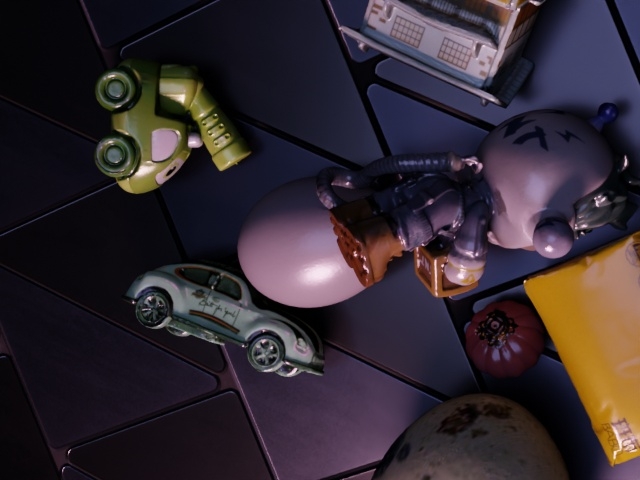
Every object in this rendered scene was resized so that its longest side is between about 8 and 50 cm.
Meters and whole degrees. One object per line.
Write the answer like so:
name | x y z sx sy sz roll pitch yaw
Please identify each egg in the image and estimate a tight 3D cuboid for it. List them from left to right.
egg | 0.000 0.000 1.744 0.232 0.176 0.176 -13 94 29
egg | 0.185 0.385 1.679 0.288 0.287 0.379 5 94 20

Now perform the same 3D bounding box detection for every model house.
model house | 0.169 -0.304 1.625 0.224 0.198 0.215 26 119 14

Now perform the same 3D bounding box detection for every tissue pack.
tissue pack | 0.401 0.128 1.639 0.192 0.134 0.270 -27 88 23

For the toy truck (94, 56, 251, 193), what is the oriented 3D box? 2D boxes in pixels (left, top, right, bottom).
toy truck | -0.220 -0.173 1.830 0.211 0.148 0.187 -16 89 2

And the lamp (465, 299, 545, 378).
lamp | 0.245 0.131 1.721 0.108 0.092 0.107 -11 59 20

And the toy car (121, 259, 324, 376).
toy car | -0.127 0.103 1.839 0.306 0.136 0.125 18 85 16

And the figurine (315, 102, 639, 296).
figurine | 0.211 -0.041 1.603 0.382 0.261 0.186 -22 132 -11
